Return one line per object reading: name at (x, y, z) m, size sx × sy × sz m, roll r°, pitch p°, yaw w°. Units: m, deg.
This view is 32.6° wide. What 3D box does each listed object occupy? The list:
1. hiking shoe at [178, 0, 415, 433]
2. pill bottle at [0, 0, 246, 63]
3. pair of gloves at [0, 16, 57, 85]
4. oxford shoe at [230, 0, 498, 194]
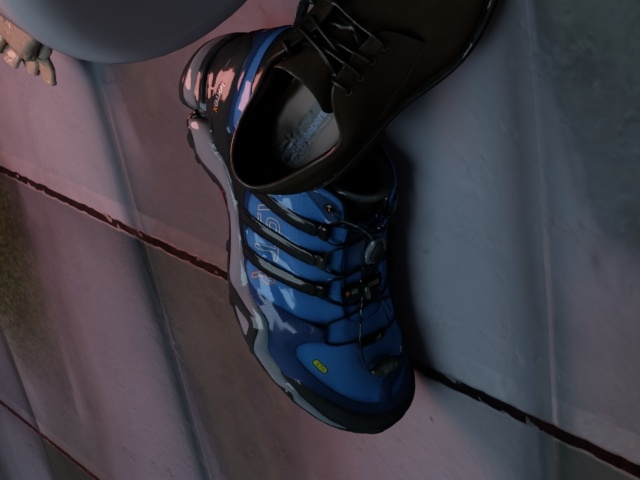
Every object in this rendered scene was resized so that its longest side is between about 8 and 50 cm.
hiking shoe at (0.000, 0.000, 0.740) m, size 0.132 × 0.113 × 0.304 m, roll -5°, pitch 112°, yaw 56°
pill bottle at (-0.215, -0.292, 0.694) m, size 0.408 × 0.229 × 0.229 m, roll 36°, pitch 141°, yaw 33°
pair of gloves at (-0.307, -0.268, 0.974) m, size 0.240 × 0.042 × 0.204 m, roll 40°, pitch 139°, yaw 25°
oxford shoe at (0.026, -0.106, 0.591) m, size 0.083 × 0.096 × 0.227 m, roll 40°, pitch 117°, yaw 12°
